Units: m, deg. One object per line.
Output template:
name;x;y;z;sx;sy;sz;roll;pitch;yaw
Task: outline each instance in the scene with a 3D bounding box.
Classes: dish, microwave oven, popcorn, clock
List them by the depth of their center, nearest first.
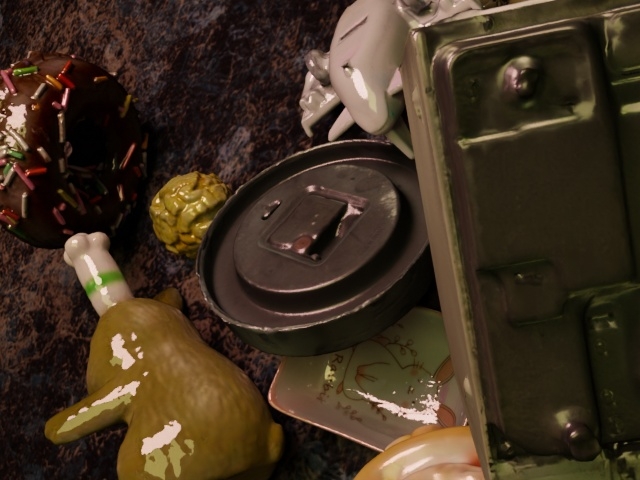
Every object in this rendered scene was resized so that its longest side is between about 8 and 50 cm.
microwave oven;0.274;-0.018;0.457;0.395;0.247;0.332;-11;99;7
dish;0.066;0.137;0.716;0.213;0.077;0.151;14;79;31
clock;0.000;0.000;0.740;0.281;0.055;0.280;-15;41;14
popcorn;-0.157;-0.035;0.876;0.116;0.120;0.106;22;45;7

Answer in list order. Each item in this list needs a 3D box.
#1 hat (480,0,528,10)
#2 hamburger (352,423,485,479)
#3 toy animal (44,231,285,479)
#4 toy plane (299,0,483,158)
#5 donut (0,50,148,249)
hat;0.255;-0.281;0.767;0.147;0.085;0.175;-2;50;39
hamburger;0.152;0.267;0.542;0.303;0.186;0.260;-23;103;14
toy animal;-0.198;0.163;0.787;0.180;0.181;0.363;-49;56;1
toy plane;0.068;-0.201;0.775;0.252;0.118;0.252;-35;34;28
donut;-0.324;-0.114;0.895;0.103;0.270;0.269;8;78;18
